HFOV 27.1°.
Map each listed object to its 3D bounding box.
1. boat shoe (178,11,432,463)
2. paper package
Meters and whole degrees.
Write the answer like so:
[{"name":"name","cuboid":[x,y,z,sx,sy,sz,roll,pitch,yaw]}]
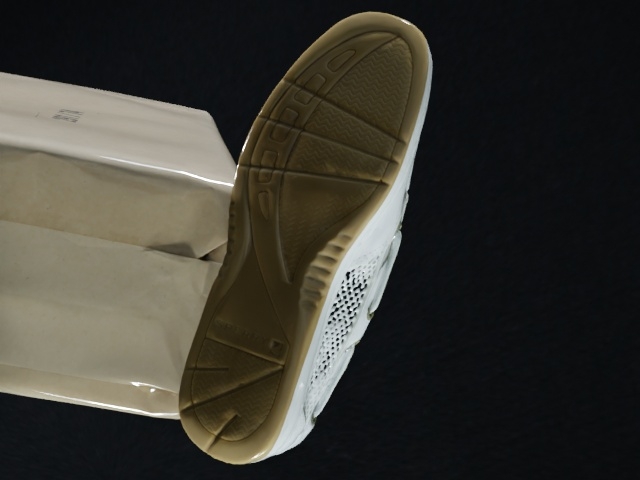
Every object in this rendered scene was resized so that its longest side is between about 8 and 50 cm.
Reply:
[{"name":"boat shoe","cuboid":[0.000,0.000,0.803,0.098,0.096,0.277,25,-86,27]},{"name":"paper package","cuboid":[-0.222,-0.019,0.958,0.309,0.325,0.168,10,-78,-11]}]
